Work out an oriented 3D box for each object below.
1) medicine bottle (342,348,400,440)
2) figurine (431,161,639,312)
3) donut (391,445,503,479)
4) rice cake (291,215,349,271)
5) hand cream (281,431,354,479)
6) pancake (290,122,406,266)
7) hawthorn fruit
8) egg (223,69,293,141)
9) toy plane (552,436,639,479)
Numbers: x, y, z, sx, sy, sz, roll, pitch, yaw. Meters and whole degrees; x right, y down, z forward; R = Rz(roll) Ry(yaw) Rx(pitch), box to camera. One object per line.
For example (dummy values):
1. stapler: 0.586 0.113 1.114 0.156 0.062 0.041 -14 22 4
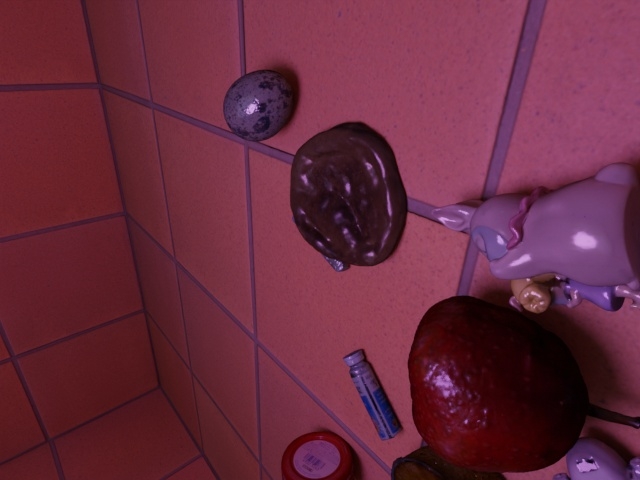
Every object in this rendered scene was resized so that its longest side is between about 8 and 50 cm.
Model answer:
1. medicine bottle: 0.112 0.337 0.881 0.051 0.051 0.190 -38 74 52
2. figurine: 0.257 0.004 0.492 0.236 0.127 0.155 -5 112 58
3. donut: 0.254 0.499 0.738 0.272 0.107 0.271 34 135 43
4. rice cake: 0.000 0.000 0.884 0.180 0.042 0.030 49 112 26
5. hand cream: -0.005 0.609 1.039 0.193 0.193 0.125 14 114 49
6. pancake: 0.035 -0.086 0.776 0.295 0.050 0.293 17 113 44
7. hawthorn fruit: 0.246 0.196 0.521 0.266 0.230 0.210 16 83 25
8. egg: -0.127 -0.281 0.833 0.172 0.132 0.132 -25 85 42
9. toy plane: 0.383 0.335 0.510 0.174 0.080 0.173 6 100 36
